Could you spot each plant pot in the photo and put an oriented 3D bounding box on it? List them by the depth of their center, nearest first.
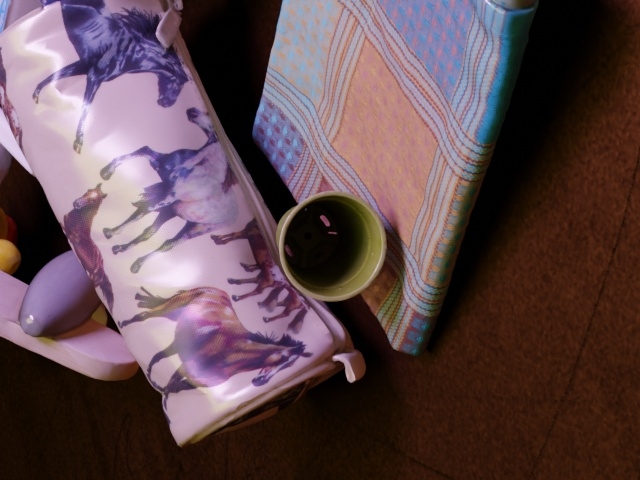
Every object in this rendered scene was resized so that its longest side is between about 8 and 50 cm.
[{"bbox_3d":[0.000,0.000,1.501,0.079,0.083,0.083,-156,62,-74],"label":"plant pot"}]

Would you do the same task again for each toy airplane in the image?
[{"bbox_3d":[-0.391,-0.003,1.869,0.384,0.386,0.272,32,96,54],"label":"toy airplane"}]

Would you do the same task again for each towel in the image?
[{"bbox_3d":[0.042,-0.124,1.458,0.271,0.040,0.370,56,148,34],"label":"towel"}]

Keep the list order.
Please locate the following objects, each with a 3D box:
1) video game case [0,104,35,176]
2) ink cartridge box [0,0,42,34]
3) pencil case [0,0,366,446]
[{"bbox_3d":[-0.334,-0.157,1.847,0.285,0.025,0.204,46,-179,8],"label":"video game case"},{"bbox_3d":[-0.262,-0.267,1.798,0.233,0.171,0.168,48,133,38],"label":"ink cartridge box"},{"bbox_3d":[-0.119,-0.029,1.608,0.183,0.160,0.410,-35,76,27],"label":"pencil case"}]
